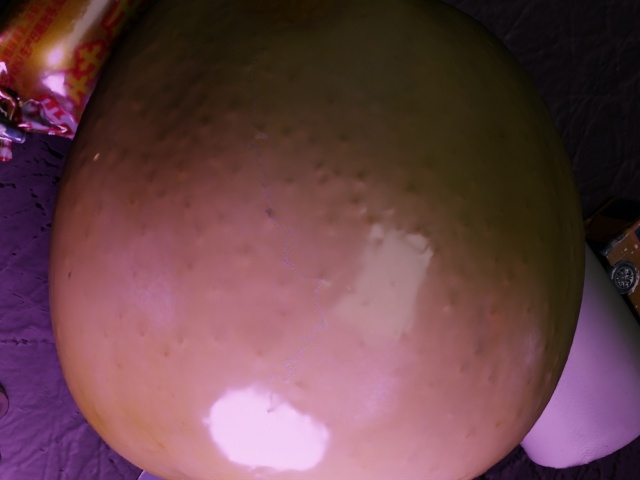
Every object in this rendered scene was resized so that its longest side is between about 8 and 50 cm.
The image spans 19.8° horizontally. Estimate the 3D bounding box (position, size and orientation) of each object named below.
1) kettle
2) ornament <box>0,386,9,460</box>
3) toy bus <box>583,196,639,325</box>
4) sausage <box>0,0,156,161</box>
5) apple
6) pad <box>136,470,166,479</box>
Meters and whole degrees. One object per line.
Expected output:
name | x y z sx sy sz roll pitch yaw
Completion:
kettle | 0.192 0.092 1.803 0.240 0.165 0.255 -29 114 11
ornament | -0.378 0.124 1.543 0.260 0.106 0.251 -10 103 -33
toy bus | 0.338 0.051 1.901 0.103 0.091 0.182 -39 113 -16
sausage | -0.195 -0.206 1.557 0.125 0.117 0.317 40 80 -37
apple | 0.000 0.000 1.519 0.473 0.473 0.474 -5 102 -27
pad | -0.131 0.292 1.749 0.163 0.004 0.243 35 83 -28
